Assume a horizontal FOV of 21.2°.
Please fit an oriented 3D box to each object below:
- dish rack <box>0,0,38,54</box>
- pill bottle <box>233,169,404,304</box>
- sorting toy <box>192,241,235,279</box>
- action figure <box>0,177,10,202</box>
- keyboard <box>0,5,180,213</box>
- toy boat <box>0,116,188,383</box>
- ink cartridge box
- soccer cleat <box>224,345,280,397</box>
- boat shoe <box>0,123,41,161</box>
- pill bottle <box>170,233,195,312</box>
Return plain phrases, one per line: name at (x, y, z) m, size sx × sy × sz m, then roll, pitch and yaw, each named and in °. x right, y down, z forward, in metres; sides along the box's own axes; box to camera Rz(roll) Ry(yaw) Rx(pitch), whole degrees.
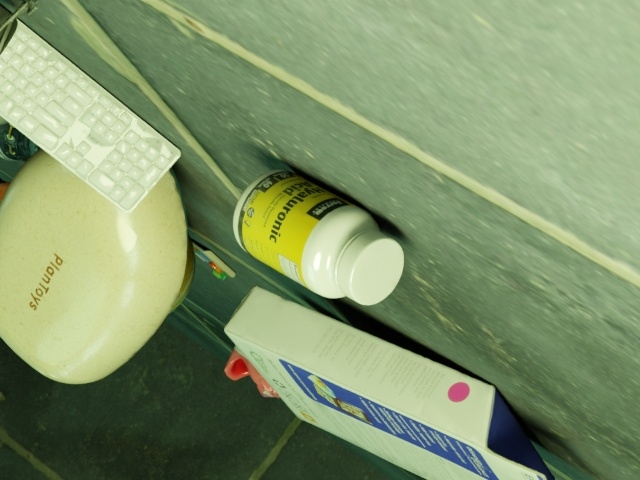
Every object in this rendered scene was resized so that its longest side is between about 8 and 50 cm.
dish rack at (-0.292, -0.203, 1.205) m, size 0.208 × 0.074 × 0.271 m, roll 38°, pitch 171°, yaw -14°
pill bottle at (0.000, 0.000, 1.145) m, size 0.116 × 0.065 × 0.065 m, roll 29°, pitch 168°, yaw 42°
sorting toy at (-0.126, 0.027, 1.988) m, size 0.062 × 0.012 × 0.083 m, roll 27°, pitch 167°, yaw 47°
action figure at (-0.480, -0.063, 1.868) m, size 0.341 × 0.179 × 0.330 m, roll 2°, pitch -162°, yaw -35°
keyboard at (-0.235, -0.125, 1.407) m, size 0.256 × 0.072 × 0.014 m, roll 39°, pitch -175°, yaw -14°
toy boat at (-0.245, -0.042, 1.568) m, size 0.318 × 0.267 × 0.148 m, roll 47°, pitch -144°, yaw 10°
ink cartridge box at (0.090, 0.162, 1.547) m, size 0.371 × 0.069 × 0.176 m, roll 24°, pitch 160°, yaw 39°
soccer cleat at (-0.026, 0.159, 2.019) m, size 0.083 × 0.095 × 0.248 m, roll 43°, pitch 170°, yaw -35°
boat shoe at (-0.303, -0.107, 1.800) m, size 0.083 × 0.065 × 0.183 m, roll 37°, pitch 171°, yaw 11°
pill bottle at (-0.204, 0.006, 1.770) m, size 0.136 × 0.136 × 0.246 m, roll 36°, pitch 171°, yaw 5°
